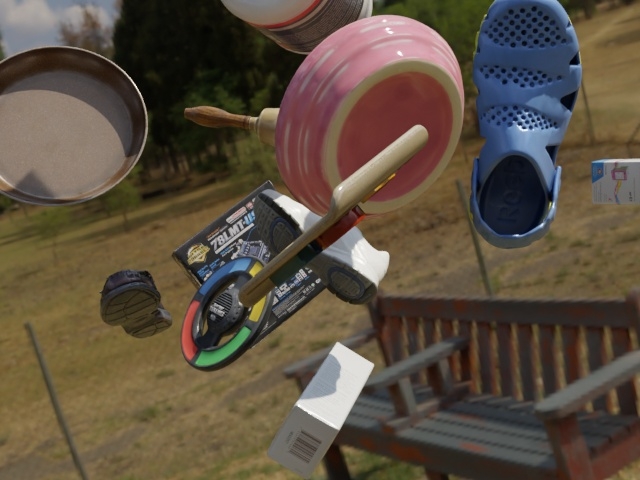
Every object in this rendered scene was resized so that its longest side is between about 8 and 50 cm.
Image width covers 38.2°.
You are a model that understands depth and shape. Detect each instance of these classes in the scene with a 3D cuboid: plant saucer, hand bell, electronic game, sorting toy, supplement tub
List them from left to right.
[{"bbox_3d":[-0.458,-0.193,1.607,0.311,0.310,0.050,-17,-18,-16],"label":"plant saucer"},{"bbox_3d":[-0.169,0.129,1.664,0.229,0.048,0.229,-28,43,30],"label":"electronic game"},{"bbox_3d":[-0.147,-0.225,1.776,0.242,0.126,0.126,9,15,14],"label":"hand bell"},{"bbox_3d":[-0.036,-0.406,1.468,0.191,0.191,0.272,-12,-8,19],"label":"supplement tub"},{"bbox_3d":[0.046,-0.043,1.117,0.307,0.041,0.229,-40,-4,-46],"label":"sorting toy"},{"bbox_3d":[0.092,-0.168,1.399,0.332,0.332,0.084,-18,37,-24],"label":"plant saucer"}]

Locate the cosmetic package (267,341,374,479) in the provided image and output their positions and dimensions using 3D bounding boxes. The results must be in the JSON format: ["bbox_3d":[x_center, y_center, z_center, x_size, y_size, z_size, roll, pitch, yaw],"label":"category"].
[{"bbox_3d":[0.004,0.274,1.522,0.086,0.117,0.231,31,24,4],"label":"cosmetic package"}]

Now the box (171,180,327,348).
[{"bbox_3d":[-0.150,0.058,2.205,0.295,0.293,0.073,-39,0,-18],"label":"box"}]

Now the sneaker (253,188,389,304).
[{"bbox_3d":[0.000,0.000,1.778,0.129,0.297,0.111,-48,-6,-46],"label":"sneaker"}]

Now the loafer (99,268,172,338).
[{"bbox_3d":[-0.338,0.099,1.651,0.109,0.095,0.302,-22,-18,-6],"label":"loafer"}]

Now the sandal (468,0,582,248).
[{"bbox_3d":[0.225,-0.118,1.032,0.126,0.317,0.138,2,24,12],"label":"sandal"}]

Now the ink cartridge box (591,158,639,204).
[{"bbox_3d":[0.609,-0.117,1.849,0.122,0.088,0.052,3,10,44],"label":"ink cartridge box"}]
